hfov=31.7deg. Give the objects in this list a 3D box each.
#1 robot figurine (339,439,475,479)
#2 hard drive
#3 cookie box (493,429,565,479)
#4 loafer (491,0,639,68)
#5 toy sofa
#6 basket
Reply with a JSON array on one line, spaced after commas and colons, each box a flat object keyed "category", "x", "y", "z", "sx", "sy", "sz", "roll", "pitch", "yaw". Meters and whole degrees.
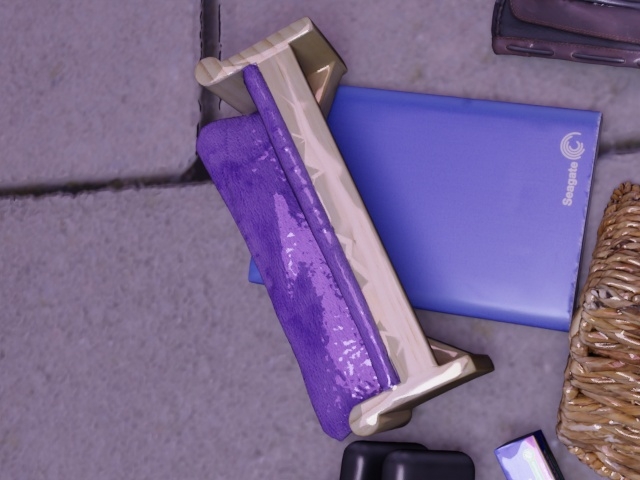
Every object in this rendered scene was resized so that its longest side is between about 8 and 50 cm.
[{"category": "robot figurine", "x": 0.064, "y": 0.322, "z": 1.004, "sx": 0.174, "sy": 0.209, "sz": 0.278, "roll": 6, "pitch": 85, "yaw": 3}, {"category": "hard drive", "x": 0.099, "y": -0.038, "z": 1.105, "sx": 0.319, "sy": 0.040, "sz": 0.210, "roll": 8, "pitch": 86, "yaw": 16}, {"category": "cookie box", "x": 0.197, "y": 0.220, "z": 1.015, "sx": 0.040, "sy": 0.107, "sz": 0.091, "roll": -26, "pitch": 78, "yaw": 11}, {"category": "loafer", "x": 0.302, "y": -0.180, "z": 1.049, "sx": 0.303, "sy": 0.109, "sz": 0.095, "roll": 23, "pitch": 109, "yaw": 22}, {"category": "toy sofa", "x": 0.000, "y": 0.000, "z": 1.028, "sx": 0.177, "sy": 0.150, "sz": 0.362, "roll": -26, "pitch": 78, "yaw": 10}, {"category": "basket", "x": 0.374, "y": 0.105, "z": 0.990, "sx": 0.299, "sy": 0.223, "sz": 0.213, "roll": 11, "pitch": 120, "yaw": 16}]
